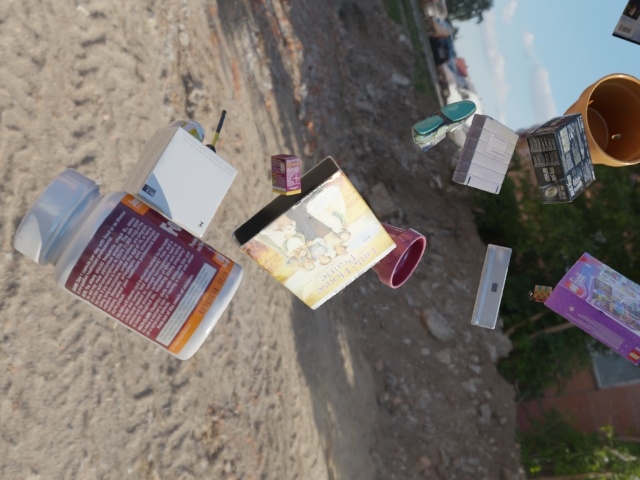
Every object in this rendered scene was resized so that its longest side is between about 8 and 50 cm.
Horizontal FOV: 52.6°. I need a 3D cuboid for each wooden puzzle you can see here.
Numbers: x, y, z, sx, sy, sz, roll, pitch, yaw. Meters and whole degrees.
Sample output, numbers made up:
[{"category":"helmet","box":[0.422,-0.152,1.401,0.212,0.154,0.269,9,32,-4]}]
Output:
[{"category":"wooden puzzle","box":[0.680,0.164,1.987,0.006,0.083,0.049,28,73,-52]}]

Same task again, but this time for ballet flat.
[{"category":"ballet flat","box":[0.307,-0.294,1.625,0.070,0.188,0.070,58,-16,28]}]

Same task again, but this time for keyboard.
[{"category":"keyboard","box":[0.528,0.143,2.004,0.014,0.072,0.256,-23,124,-79]}]

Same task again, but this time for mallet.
[{"category":"mallet","box":[-0.288,-0.282,1.793,0.062,0.039,0.190,101,0,-49]}]

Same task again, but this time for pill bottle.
[{"category":"pill bottle","box":[-0.354,-0.237,1.597,0.184,0.103,0.103,-64,139,-60]},{"category":"pill bottle","box":[-0.371,0.043,1.273,0.392,0.224,0.224,34,26,-10]}]

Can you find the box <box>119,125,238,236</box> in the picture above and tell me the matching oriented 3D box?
[{"category":"box","box":[-0.316,-0.130,1.450,0.181,0.119,0.182,38,73,-35]}]

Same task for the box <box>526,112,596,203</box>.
[{"category":"box","box":[0.592,-0.201,1.589,0.147,0.077,0.180,-34,111,-37]}]

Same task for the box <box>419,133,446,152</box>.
[{"category":"box","box":[0.328,-0.307,1.930,0.067,0.083,0.018,37,19,-56]}]

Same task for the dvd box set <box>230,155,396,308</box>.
[{"category":"dvd box set","box":[0.000,0.000,1.678,0.062,0.307,0.420,56,4,36]}]

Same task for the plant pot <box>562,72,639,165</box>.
[{"category":"plant pot","box":[0.915,-0.370,2.102,0.203,0.291,0.291,163,-86,-73]}]

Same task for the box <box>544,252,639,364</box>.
[{"category":"box","box":[0.600,0.130,1.351,0.293,0.201,0.057,-20,141,-56]}]

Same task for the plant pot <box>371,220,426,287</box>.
[{"category":"plant pot","box":[0.217,0.029,2.127,0.201,0.180,0.201,-43,152,-31]}]

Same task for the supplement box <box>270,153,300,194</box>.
[{"category":"supplement box","box":[-0.077,-0.148,1.444,0.043,0.055,0.083,-15,112,-38]}]

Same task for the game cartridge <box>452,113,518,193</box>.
[{"category":"game cartridge","box":[0.553,-0.284,2.157,0.355,0.068,0.230,4,102,-58]}]

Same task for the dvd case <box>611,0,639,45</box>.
[{"category":"dvd case","box":[0.906,-0.628,1.689,0.022,0.180,0.253,-14,131,-53]}]
